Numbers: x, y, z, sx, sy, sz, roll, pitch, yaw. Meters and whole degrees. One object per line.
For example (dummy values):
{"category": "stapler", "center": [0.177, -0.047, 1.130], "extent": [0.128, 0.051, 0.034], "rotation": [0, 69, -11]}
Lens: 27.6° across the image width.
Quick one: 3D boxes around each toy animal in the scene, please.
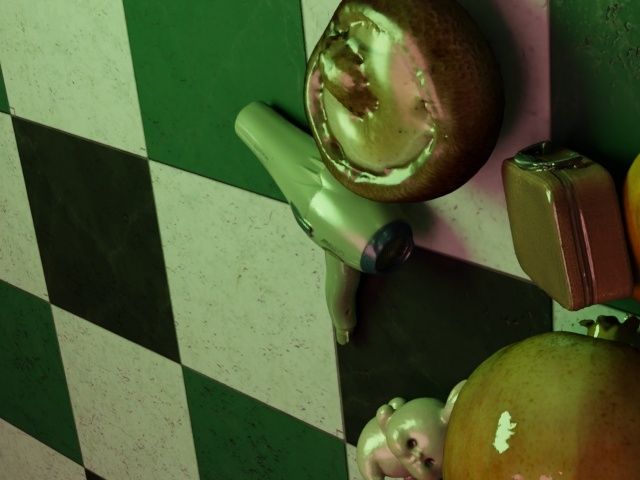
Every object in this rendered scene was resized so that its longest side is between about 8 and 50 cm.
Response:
{"category": "toy animal", "center": [0.131, 0.242, 1.611], "extent": [0.124, 0.124, 0.212], "rotation": [58, 145, 3]}

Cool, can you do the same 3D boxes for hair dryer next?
{"category": "hair dryer", "center": [-0.016, -0.038, 1.635], "extent": [0.296, 0.119, 0.298], "rotation": [56, 154, 16]}

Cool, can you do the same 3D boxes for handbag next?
{"category": "handbag", "center": [0.241, -0.020, 1.293], "extent": [0.193, 0.072, 0.151], "rotation": [-111, 8, -73]}

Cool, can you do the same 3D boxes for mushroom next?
{"category": "mushroom", "center": [0.087, -0.159, 1.385], "extent": [0.253, 0.153, 0.253], "rotation": [26, 128, 38]}

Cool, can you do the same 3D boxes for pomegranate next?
{"category": "pomegranate", "center": [0.266, 0.225, 1.334], "extent": [0.319, 0.319, 0.319], "rotation": [26, 130, 36]}

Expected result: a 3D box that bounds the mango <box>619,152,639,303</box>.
{"category": "mango", "center": [0.347, -0.018, 1.224], "extent": [0.147, 0.109, 0.227], "rotation": [30, 138, 6]}
